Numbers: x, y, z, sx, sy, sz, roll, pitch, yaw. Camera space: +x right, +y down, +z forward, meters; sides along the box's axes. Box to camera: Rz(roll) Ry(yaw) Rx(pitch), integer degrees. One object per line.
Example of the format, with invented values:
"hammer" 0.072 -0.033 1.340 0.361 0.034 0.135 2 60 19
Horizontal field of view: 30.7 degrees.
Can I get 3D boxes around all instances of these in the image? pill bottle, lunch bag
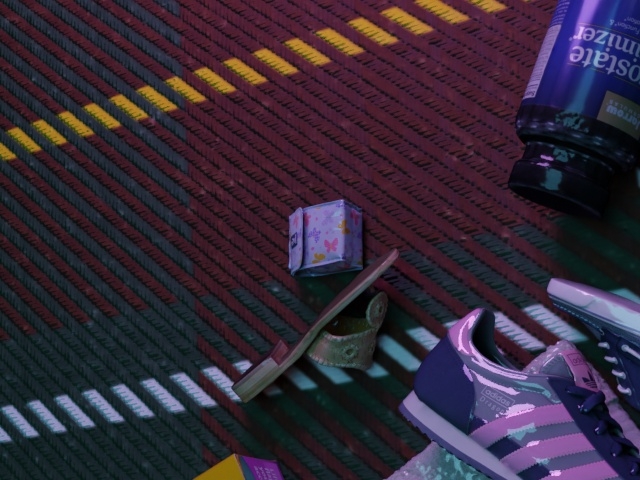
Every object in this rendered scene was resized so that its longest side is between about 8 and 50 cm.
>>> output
"pill bottle" 0.257 -0.138 1.100 0.123 0.123 0.219 18 86 31
"lunch bag" 0.000 0.000 1.242 0.083 0.053 0.071 -10 71 35

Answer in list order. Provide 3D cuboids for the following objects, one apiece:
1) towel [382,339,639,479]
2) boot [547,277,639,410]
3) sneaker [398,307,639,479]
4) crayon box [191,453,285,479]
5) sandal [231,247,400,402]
"towel" 0.178 0.243 1.084 0.282 0.049 0.187 -43 62 12
"boot" 0.279 0.103 1.057 0.190 0.069 0.086 26 102 36
"sneaker" 0.218 0.168 0.994 0.319 0.112 0.131 29 93 29
"crayon box" -0.117 0.448 1.153 0.313 0.106 0.362 -35 63 16
"sandal" 0.017 0.108 1.205 0.240 0.088 0.079 -41 93 21
